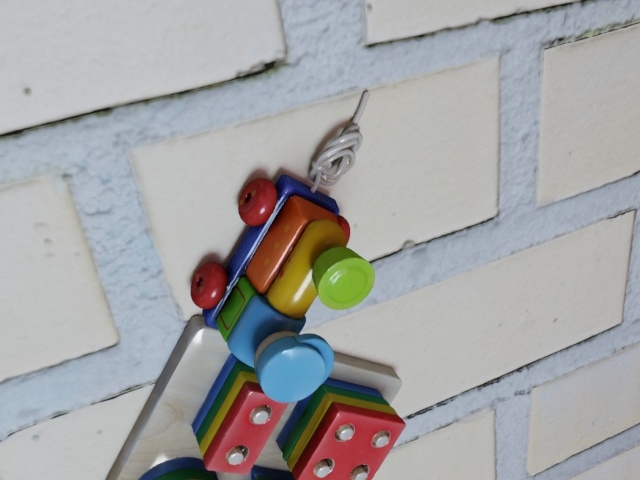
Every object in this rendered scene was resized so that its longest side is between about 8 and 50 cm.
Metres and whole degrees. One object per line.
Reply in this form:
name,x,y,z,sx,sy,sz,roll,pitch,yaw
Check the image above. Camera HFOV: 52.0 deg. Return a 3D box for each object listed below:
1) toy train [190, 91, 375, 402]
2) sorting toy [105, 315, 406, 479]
toy train,0.000,0.000,0.540,0.105,0.143,0.248,24,103,-33
sorting toy,-0.060,0.233,0.666,0.257,0.089,0.255,21,105,-32
